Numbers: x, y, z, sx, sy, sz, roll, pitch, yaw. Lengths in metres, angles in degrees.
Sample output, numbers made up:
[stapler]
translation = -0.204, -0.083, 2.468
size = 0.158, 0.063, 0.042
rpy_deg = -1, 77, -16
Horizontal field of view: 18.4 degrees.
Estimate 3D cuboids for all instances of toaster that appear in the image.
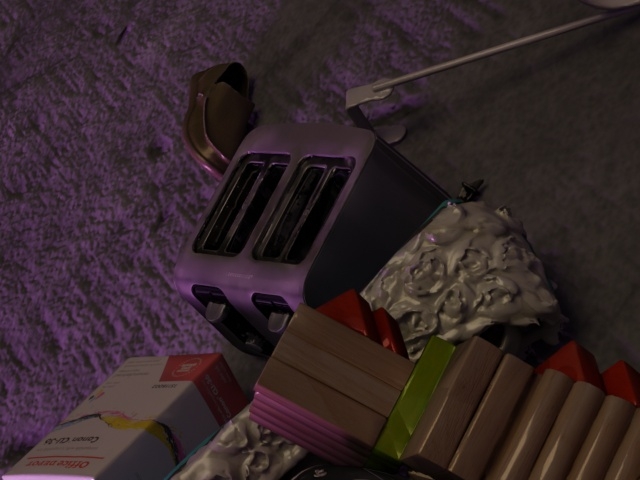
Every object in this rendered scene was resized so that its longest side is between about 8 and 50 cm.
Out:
[toaster]
translation = 0.000, 0.000, 1.516
size = 0.168, 0.110, 0.185
rpy_deg = 7, 64, 49

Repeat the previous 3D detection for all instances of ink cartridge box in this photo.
[ink cartridge box]
translation = -0.156, 0.169, 1.505
size = 0.115, 0.067, 0.198
rpy_deg = -7, 29, 44

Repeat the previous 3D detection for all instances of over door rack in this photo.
[over door rack]
translation = 0.143, -0.243, 1.586
size = 0.324, 0.108, 0.239
rpy_deg = -26, 41, 31

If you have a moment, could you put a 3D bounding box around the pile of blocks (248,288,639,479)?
[pile of blocks]
translation = 0.125, 0.117, 1.229
size = 0.362, 0.149, 0.112
rpy_deg = 20, 71, 26

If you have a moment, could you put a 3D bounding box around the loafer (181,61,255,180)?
[loafer]
translation = -0.089, -0.112, 1.761
size = 0.050, 0.056, 0.148
rpy_deg = -39, 36, 25

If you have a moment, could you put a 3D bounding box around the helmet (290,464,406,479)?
[helmet]
translation = 0.025, 0.227, 1.225
size = 0.161, 0.169, 0.169
rpy_deg = -51, 29, 36

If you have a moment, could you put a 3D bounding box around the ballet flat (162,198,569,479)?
[ballet flat]
translation = 0.008, 0.145, 1.367
size = 0.409, 0.147, 0.147
rpy_deg = -46, 35, 6
